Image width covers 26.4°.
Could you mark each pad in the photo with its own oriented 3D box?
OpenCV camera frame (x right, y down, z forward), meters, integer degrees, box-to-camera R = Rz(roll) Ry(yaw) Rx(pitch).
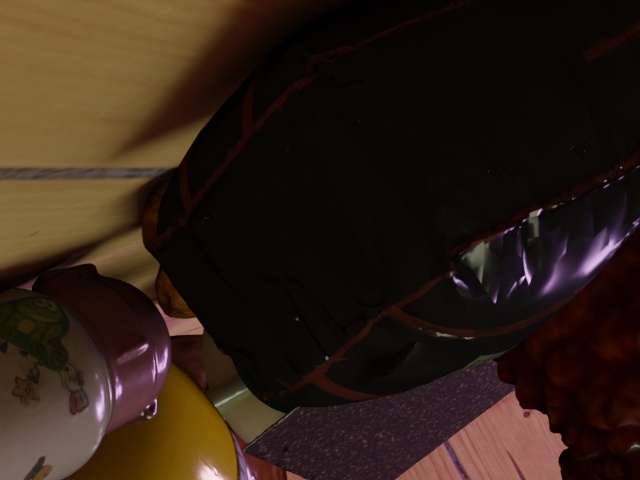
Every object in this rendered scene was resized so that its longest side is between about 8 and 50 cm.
[{"bbox_3d":[0.076,0.137,1.156,0.220,0.004,0.330,-38,155,4],"label":"pad"}]

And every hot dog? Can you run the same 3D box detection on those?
[{"bbox_3d":[-0.078,0.009,0.790,0.045,0.071,0.165,-15,174,-8],"label":"hot dog"}]

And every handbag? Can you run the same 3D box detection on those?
[{"bbox_3d":[0.043,-0.026,0.573,0.169,0.155,0.215,-34,177,-30],"label":"handbag"}]

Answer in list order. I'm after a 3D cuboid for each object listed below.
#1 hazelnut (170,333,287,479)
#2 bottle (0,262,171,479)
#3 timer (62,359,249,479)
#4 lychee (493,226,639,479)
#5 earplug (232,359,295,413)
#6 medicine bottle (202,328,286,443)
[{"bbox_3d":[-0.224,0.308,1.604,0.402,0.402,0.429,-28,-176,1],"label":"hazelnut"},{"bbox_3d":[-0.188,0.090,0.754,0.120,0.120,0.253,-32,176,39],"label":"bottle"},{"bbox_3d":[-0.203,0.159,0.954,0.285,0.285,0.285,-28,176,-2],"label":"timer"},{"bbox_3d":[0.290,0.008,0.933,0.500,0.424,0.424,-58,165,20],"label":"lychee"},{"bbox_3d":[-0.007,0.044,1.041,0.164,0.280,0.257,-4,-146,0],"label":"earplug"},{"bbox_3d":[0.043,0.081,1.305,0.406,0.235,0.236,-27,176,-15],"label":"medicine bottle"}]
